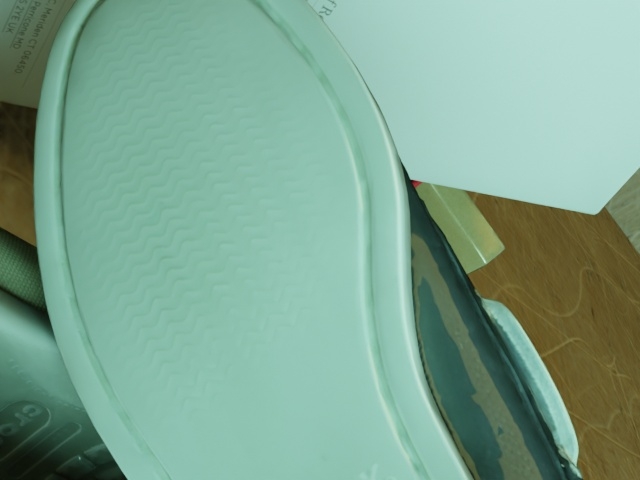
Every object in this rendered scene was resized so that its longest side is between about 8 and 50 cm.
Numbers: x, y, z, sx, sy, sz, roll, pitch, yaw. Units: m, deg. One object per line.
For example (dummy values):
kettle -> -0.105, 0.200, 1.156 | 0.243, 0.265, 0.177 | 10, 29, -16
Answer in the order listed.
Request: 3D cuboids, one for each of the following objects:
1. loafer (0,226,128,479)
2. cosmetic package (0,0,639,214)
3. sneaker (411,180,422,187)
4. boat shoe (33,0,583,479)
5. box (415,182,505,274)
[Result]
loafer -> -0.081, 0.043, 0.491 | 0.251, 0.094, 0.087 | 43, 24, -38
cosmetic package -> 0.003, -0.153, 0.720 | 0.365, 0.155, 0.197 | 7, 49, -28
sneaker -> 0.000, 0.000, 0.761 | 0.087, 0.128, 0.221 | 42, 19, -38
boat shoe -> 0.007, 0.053, 0.422 | 0.091, 0.114, 0.303 | 26, 41, -62
box -> 0.007, -0.051, 0.894 | 0.201, 0.021, 0.164 | 55, -29, -1
